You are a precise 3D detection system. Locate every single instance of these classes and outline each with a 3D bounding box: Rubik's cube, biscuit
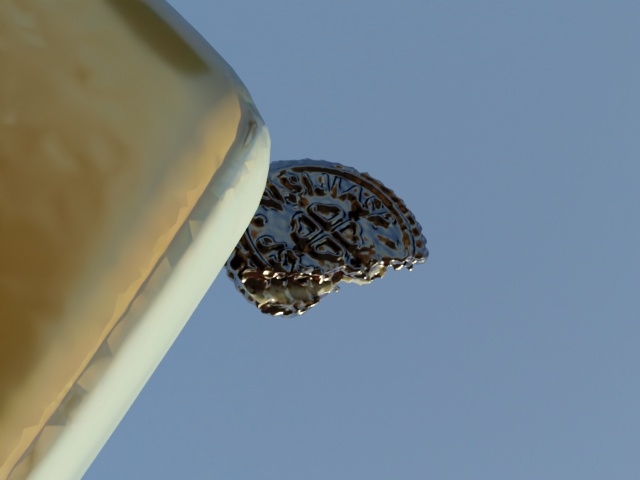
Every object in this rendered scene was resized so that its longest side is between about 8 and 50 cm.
[{"bbox_3d":[-0.265,0.038,0.488,0.352,0.347,0.351,39,-35,-5],"label":"Rubik's cube"},{"bbox_3d":[0.000,0.000,0.764,0.089,0.087,0.027,24,-43,-1],"label":"biscuit"}]
